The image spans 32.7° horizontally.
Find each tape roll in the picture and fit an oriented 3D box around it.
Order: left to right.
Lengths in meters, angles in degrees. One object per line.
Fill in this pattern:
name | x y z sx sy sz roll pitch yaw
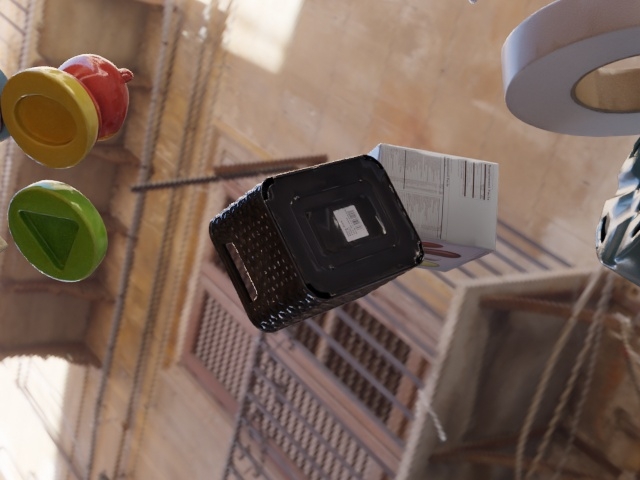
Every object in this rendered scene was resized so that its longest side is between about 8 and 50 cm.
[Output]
tape roll | 0.440 -0.239 1.468 0.392 0.392 0.072 11 -111 -42

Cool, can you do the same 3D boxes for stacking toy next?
stacking toy | -0.360 -0.107 1.350 0.130 0.309 0.279 -49 -40 -50

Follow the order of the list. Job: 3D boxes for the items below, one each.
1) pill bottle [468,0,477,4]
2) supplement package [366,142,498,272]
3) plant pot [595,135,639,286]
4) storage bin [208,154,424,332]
pill bottle | 0.202 -0.403 1.580 0.065 0.065 0.116 -42 -80 -10
supplement package | 0.154 -0.047 1.766 0.203 0.194 0.149 8 -104 -16
plant pot | 0.569 -0.009 1.430 0.334 0.341 0.341 25 -78 -4
storage bin | 0.000 0.000 1.027 0.180 0.122 0.084 -18 -11 -48
